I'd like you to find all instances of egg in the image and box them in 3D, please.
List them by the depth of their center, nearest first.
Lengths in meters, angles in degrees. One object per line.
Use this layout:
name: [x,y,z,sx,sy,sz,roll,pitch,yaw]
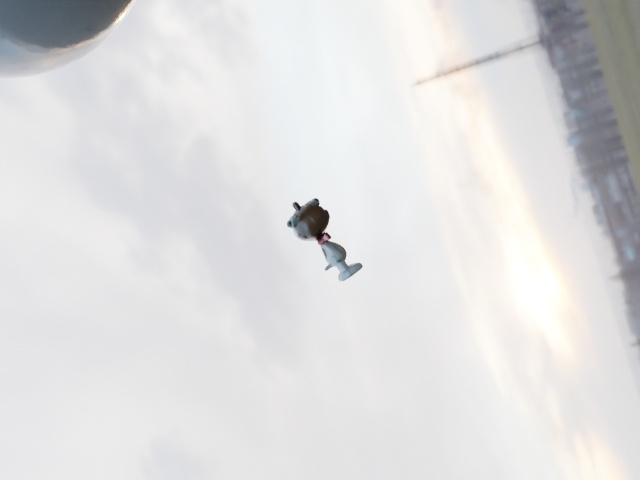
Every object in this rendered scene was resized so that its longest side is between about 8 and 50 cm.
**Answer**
egg: [-0.227,-0.225,0.858,0.232,0.176,0.176,-52,-52,-42]

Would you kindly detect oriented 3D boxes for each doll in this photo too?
doll: [0.002,0.001,1.038,0.085,0.040,0.058,49,168,14]
